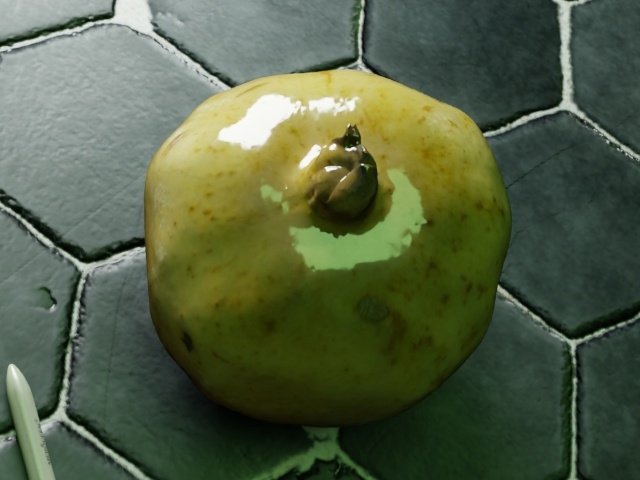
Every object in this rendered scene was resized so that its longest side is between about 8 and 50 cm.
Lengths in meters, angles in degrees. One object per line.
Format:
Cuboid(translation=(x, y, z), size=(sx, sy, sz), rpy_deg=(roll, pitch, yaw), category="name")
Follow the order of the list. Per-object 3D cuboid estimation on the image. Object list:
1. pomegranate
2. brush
Cuboid(translation=(0.000, 0.000, 1.011), size=(0.343, 0.342, 0.342), rpy_deg=(7, 66, -15), category="pomegranate")
Cuboid(translation=(-0.230, 0.245, 1.004), size=(0.039, 0.042, 0.299), rpy_deg=(-14, 69, -22), category="brush")
